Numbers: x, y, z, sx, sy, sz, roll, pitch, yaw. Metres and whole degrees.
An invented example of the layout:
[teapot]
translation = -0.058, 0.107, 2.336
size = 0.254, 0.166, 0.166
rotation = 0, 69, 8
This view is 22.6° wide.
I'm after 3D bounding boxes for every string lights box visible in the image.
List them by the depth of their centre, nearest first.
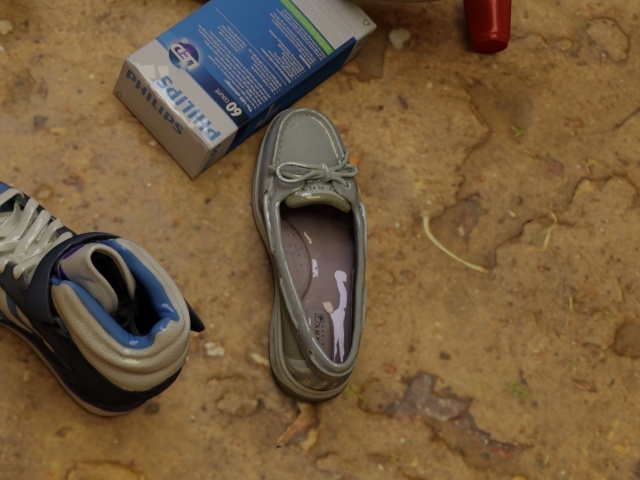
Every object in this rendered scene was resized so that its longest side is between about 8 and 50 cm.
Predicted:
[string lights box]
translation = -0.079, -0.197, 1.716
size = 0.260, 0.077, 0.133
rotation = -39, 84, -29

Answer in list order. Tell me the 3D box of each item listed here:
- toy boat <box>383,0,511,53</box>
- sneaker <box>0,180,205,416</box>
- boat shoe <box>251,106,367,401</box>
[toy boat]
translation = 0.145, -0.326, 1.753
size = 0.267, 0.318, 0.148
rotation = -7, 72, 20
[sneaker]
translation = -0.246, 0.013, 1.474
size = 0.323, 0.236, 0.130
rotation = 46, 61, 3
[boat shoe]
translation = -0.002, 0.001, 1.642
size = 0.118, 0.103, 0.320
rotation = 7, 66, -17
